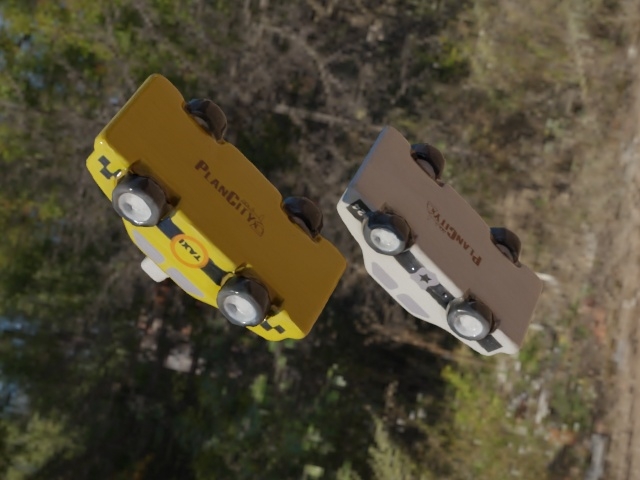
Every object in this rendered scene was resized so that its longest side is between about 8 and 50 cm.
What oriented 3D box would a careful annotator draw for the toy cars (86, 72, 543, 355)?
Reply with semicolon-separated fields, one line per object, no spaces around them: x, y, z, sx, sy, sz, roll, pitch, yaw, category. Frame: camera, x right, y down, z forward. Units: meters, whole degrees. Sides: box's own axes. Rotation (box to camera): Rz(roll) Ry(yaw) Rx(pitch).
0.000;0.000;0.860;0.087;0.394;0.176;-31;61;44;toy cars
